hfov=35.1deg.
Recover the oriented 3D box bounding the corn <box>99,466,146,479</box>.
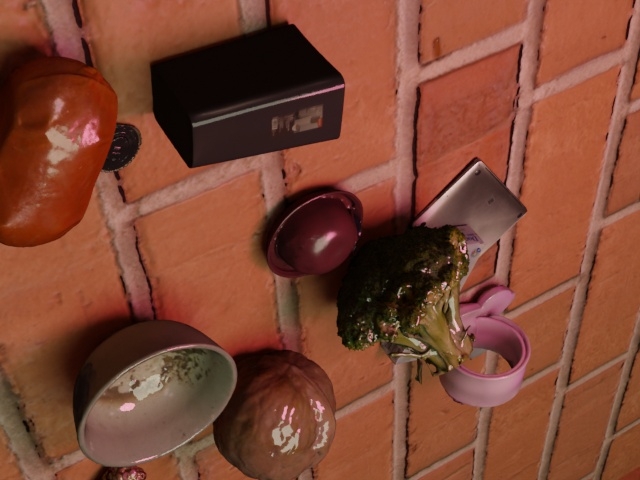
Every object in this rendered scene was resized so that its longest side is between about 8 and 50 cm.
[{"bbox_3d":[-0.430,0.532,1.952,0.092,0.092,0.280,20,110,-49],"label":"corn"}]

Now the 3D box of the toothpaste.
[{"bbox_3d":[0.226,0.117,2.088,0.081,0.067,0.336,-8,135,-37],"label":"toothpaste"}]

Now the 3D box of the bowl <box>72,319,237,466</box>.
[{"bbox_3d":[-0.299,0.233,1.706,0.289,0.146,0.289,-25,142,-21],"label":"bowl"}]

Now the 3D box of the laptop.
[{"bbox_3d":[0.305,-0.046,2.041,0.187,0.015,0.269,-44,143,9],"label":"laptop"}]

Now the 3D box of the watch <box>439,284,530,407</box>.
[{"bbox_3d":[0.366,0.250,2.226,0.248,0.217,0.211,-20,139,-23],"label":"watch"}]

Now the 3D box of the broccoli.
[{"bbox_3d":[0.161,0.121,1.866,0.304,0.283,0.321,-35,-175,29],"label":"broccoli"}]

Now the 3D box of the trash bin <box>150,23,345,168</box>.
[{"bbox_3d":[-0.105,-0.201,1.420,0.226,0.165,0.115,-17,138,-24],"label":"trash bin"}]

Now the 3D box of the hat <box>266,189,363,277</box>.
[{"bbox_3d":[0.000,0.000,1.770,0.205,0.089,0.205,-24,140,-22],"label":"hat"}]

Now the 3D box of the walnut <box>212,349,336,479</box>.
[{"bbox_3d":[-0.084,0.326,1.916,0.248,0.248,0.248,-23,140,-21],"label":"walnut"}]

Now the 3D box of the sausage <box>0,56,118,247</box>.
[{"bbox_3d":[-0.360,-0.113,1.297,0.141,0.153,0.268,10,120,-38],"label":"sausage"}]

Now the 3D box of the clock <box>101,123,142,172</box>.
[{"bbox_3d":[-0.294,-0.131,1.452,0.074,0.010,0.083,2,126,-42],"label":"clock"}]
